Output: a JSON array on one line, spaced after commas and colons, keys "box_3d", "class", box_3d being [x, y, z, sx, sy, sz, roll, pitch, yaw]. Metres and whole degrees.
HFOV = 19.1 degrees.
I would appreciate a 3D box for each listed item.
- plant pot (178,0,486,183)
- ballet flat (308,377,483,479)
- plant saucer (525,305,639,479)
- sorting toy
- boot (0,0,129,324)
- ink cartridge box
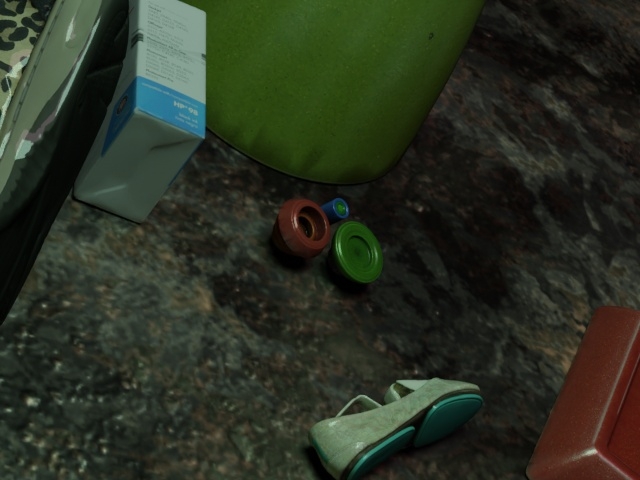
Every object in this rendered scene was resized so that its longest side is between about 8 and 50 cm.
[{"box_3d": [0.036, -0.242, 1.553, 0.275, 0.293, 0.275, 23, 41, -21], "class": "plant pot"}, {"box_3d": [0.056, 0.127, 1.395, 0.052, 0.057, 0.168, 44, 36, 22], "class": "ballet flat"}, {"box_3d": [0.311, 0.184, 1.559, 0.259, 0.048, 0.258, 37, 37, -2], "class": "plant saucer"}, {"box_3d": [0.000, 0.000, 1.494, 0.102, 0.042, 0.061, 31, 52, -31], "class": "sorting toy"}, {"box_3d": [-0.311, -0.056, 1.177, 0.284, 0.138, 0.377, 21, 62, 7], "class": "boot"}, {"box_3d": [-0.134, -0.116, 1.436, 0.060, 0.104, 0.180, 21, 41, -23], "class": "ink cartridge box"}]
